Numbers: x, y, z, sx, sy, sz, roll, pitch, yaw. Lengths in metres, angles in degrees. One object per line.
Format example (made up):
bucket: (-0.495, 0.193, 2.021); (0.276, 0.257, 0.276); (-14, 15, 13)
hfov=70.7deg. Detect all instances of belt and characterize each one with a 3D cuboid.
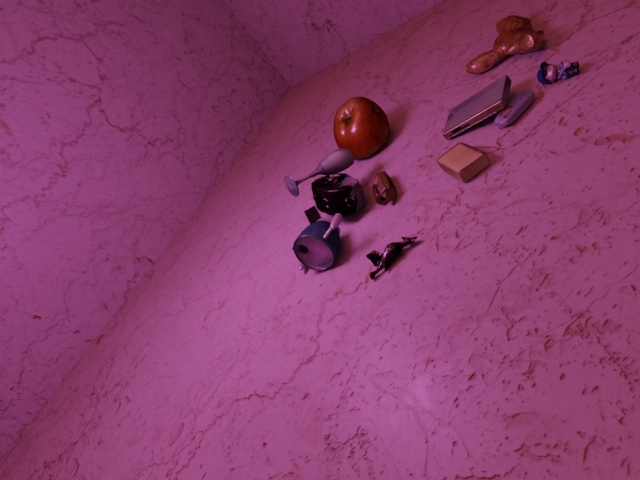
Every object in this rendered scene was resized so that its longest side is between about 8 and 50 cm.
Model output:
belt: (0.076, -0.184, 1.917); (0.184, 0.163, 0.289); (-20, 22, -14)

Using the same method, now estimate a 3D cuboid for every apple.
apple: (0.188, -0.553, 2.194); (0.278, 0.250, 0.309); (-35, 31, 12)

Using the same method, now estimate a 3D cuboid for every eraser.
eraser: (0.505, -0.280, 1.603); (0.117, 0.058, 0.172); (-39, 28, 5)

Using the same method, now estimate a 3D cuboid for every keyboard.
keyboard: (-0.033, -0.110, 2.094); (0.060, 0.018, 0.195); (-32, 29, 4)

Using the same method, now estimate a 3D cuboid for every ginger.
ginger: (0.863, -0.884, 1.976); (0.363, 0.122, 0.348); (-45, 29, -18)

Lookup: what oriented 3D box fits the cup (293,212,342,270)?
cup: (0.000, 0.000, 1.743); (0.299, 0.168, 0.173); (-52, 6, 41)

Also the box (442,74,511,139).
box: (0.617, -0.522, 1.781); (0.270, 0.045, 0.210); (-28, 29, 46)

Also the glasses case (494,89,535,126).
glasses case: (0.708, -0.481, 1.645); (0.178, 0.045, 0.067); (-47, 27, -8)

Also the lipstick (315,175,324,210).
lipstick: (0.002, -0.229, 2.171); (0.059, 0.059, 0.264); (-32, 29, 18)

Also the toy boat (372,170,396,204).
toy boat: (0.251, -0.212, 1.822); (0.088, 0.068, 0.226); (-38, 28, 19)

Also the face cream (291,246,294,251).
face cream: (-0.042, -0.009, 1.920); (0.182, 0.051, 0.072); (-42, 29, -3)

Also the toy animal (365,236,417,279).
toy animal: (0.236, 0.042, 1.501); (0.203, 0.070, 0.105); (-34, 42, 10)

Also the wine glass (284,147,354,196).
wine glass: (-0.047, -0.319, 1.961); (0.310, 0.096, 0.264); (-32, 33, -23)

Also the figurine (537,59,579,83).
figurine: (0.855, -0.610, 1.625); (0.136, 0.077, 0.079); (2, 10, 32)
